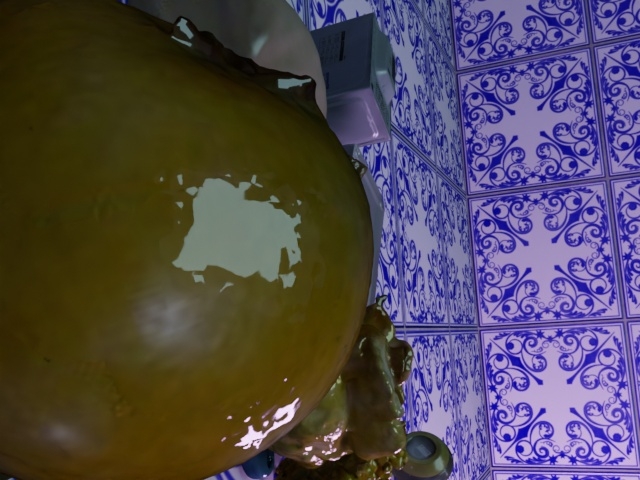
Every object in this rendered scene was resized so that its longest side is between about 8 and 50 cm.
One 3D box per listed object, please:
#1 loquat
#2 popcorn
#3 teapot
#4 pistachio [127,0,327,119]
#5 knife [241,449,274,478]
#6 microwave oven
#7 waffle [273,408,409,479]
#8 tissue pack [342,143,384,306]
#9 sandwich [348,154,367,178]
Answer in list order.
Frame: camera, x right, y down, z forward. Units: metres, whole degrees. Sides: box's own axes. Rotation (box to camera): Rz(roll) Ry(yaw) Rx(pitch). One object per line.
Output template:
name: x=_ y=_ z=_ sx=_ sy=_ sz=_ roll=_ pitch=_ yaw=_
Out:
loquat: x=-0.137 y=0.021 z=0.451 sx=0.359 sy=0.328 sz=0.328 roll=-54 pitch=158 yaw=9
popcorn: x=-0.002 y=0.168 z=0.808 sx=0.190 sy=0.253 sz=0.191 roll=11 pitch=61 yaw=-29
teapot: x=0.197 y=0.448 z=1.387 sx=0.165 sy=0.130 sz=0.119 roll=-120 pitch=-159 yaw=-54
pistachio: x=-0.100 y=-0.161 z=0.727 sx=0.226 sy=0.208 sz=0.332 roll=49 pitch=5 yaw=12
knife: x=-0.109 y=0.186 z=0.818 sx=0.244 sy=0.032 sz=0.058 roll=70 pitch=25 yaw=-20
microwave oven: x=0.042 y=-0.259 z=1.137 sx=0.122 sy=0.162 sz=0.208 roll=61 pitch=27 yaw=-45
waffle: x=0.030 y=0.287 z=0.903 sx=0.070 sy=0.197 sz=0.193 roll=56 pitch=17 yaw=-13
tissue pack: x=0.001 y=0.001 z=0.988 sx=0.159 sy=0.136 sz=0.246 roll=58 pitch=33 yaw=-46
sandwich: x=-0.042 y=0.010 z=0.789 sx=0.065 sy=0.186 sz=0.214 roll=30 pitch=60 yaw=-13
